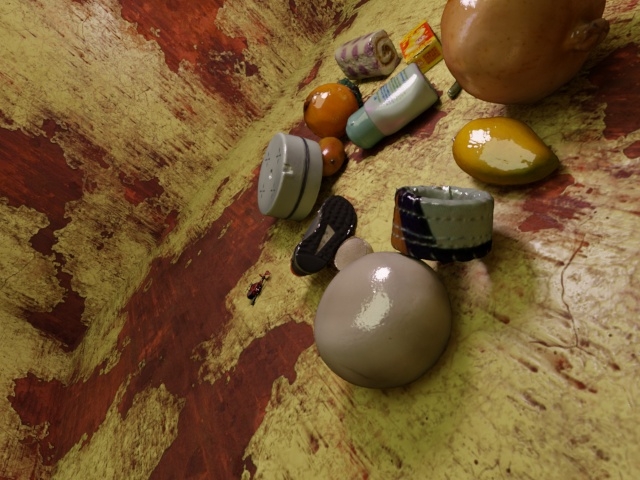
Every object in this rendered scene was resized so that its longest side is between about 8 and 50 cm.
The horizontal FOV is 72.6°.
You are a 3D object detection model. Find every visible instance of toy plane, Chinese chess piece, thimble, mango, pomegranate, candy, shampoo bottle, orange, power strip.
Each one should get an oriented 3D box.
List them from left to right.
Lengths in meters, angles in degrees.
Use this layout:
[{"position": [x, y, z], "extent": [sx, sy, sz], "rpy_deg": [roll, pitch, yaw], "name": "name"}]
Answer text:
[{"position": [-0.238, 0.174, 1.652], "extent": [0.060, 0.037, 0.145], "rpy_deg": [16, 71, 55], "name": "toy plane"}, {"position": [-0.130, -0.250, 1.742], "extent": [0.357, 0.161, 0.357], "rpy_deg": [-171, 90, -67], "name": "power strip"}, {"position": [0.032, -0.352, 1.794], "extent": [0.151, 0.120, 0.221], "rpy_deg": [-32, 32, 33], "name": "mango"}, {"position": [0.046, -0.566, 1.905], "extent": [0.246, 0.246, 0.246], "rpy_deg": [-34, 33, 26], "name": "orange"}, {"position": [0.101, 0.051, 1.288], "extent": [0.122, 0.051, 0.122], "rpy_deg": [-24, 48, 30], "name": "Chinese chess piece"}, {"position": [0.248, -0.478, 1.610], "extent": [0.349, 0.151, 0.222], "rpy_deg": [-34, 39, 25], "name": "shampoo bottle"}, {"position": [0.419, -0.801, 1.808], "extent": [0.146, 0.088, 0.276], "rpy_deg": [-36, 33, 27], "name": "candy"}, {"position": [0.277, -0.046, 0.990], "extent": [0.237, 0.237, 0.150], "rpy_deg": [-145, 52, -61], "name": "thimble"}, {"position": [0.446, -0.223, 1.089], "extent": [0.176, 0.119, 0.317], "rpy_deg": [-45, 38, 4], "name": "mango"}, {"position": [0.505, -0.535, 1.083], "extent": [0.411, 0.411, 0.411], "rpy_deg": [-34, 33, 26], "name": "pomegranate"}]

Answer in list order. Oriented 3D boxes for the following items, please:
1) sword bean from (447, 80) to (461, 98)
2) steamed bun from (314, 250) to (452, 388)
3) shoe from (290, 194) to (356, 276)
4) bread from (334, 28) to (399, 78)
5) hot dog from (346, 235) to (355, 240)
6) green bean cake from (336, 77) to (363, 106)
[{"position": [0.517, -0.594, 1.488], "extent": [0.269, 0.038, 0.043], "rpy_deg": [-53, 4, -4], "name": "sword bean"}, {"position": [0.127, 0.167, 0.982], "extent": [0.324, 0.206, 0.324], "rpy_deg": [-36, 32, 27], "name": "steamed bun"}, {"position": [0.000, 0.000, 1.454], "extent": [0.336, 0.132, 0.171], "rpy_deg": [-57, 5, -34], "name": "shoe"}, {"position": [0.211, -0.869, 2.071], "extent": [0.155, 0.187, 0.338], "rpy_deg": [-46, 29, -7], "name": "bread"}, {"position": [0.096, 0.015, 1.371], "extent": [0.030, 0.034, 0.090], "rpy_deg": [-38, 31, 22], "name": "hot dog"}, {"position": [0.127, -0.698, 2.078], "extent": [0.193, 0.107, 0.208], "rpy_deg": [-18, 41, 46], "name": "green bean cake"}]
